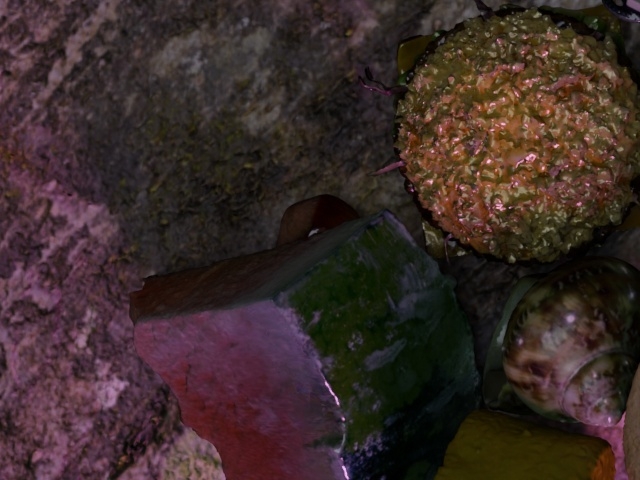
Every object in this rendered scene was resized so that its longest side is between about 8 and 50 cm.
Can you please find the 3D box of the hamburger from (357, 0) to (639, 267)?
[{"bbox_3d":[0.163,-0.092,1.373,0.262,0.139,0.243,-12,90,18],"label":"hamburger"}]

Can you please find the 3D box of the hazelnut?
[{"bbox_3d":[0.000,0.000,1.468,0.086,0.086,0.086,1,93,18],"label":"hazelnut"}]

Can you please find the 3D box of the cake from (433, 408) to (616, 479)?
[{"bbox_3d":[0.175,0.268,1.350,0.156,0.179,0.260,15,138,23],"label":"cake"}]

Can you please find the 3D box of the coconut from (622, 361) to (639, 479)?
[{"bbox_3d":[0.405,0.158,1.236,0.329,0.329,0.328,1,93,18],"label":"coconut"}]

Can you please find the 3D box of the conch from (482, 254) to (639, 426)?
[{"bbox_3d":[0.209,0.094,1.343,0.124,0.181,0.187,31,121,3],"label":"conch"}]

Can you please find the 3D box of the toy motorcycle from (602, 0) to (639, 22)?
[{"bbox_3d":[0.337,-0.180,1.311,0.150,0.102,0.221,-28,55,-16],"label":"toy motorcycle"}]

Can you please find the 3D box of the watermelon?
[{"bbox_3d":[-0.018,0.138,1.413,0.302,0.151,0.264,-13,113,24],"label":"watermelon"}]
